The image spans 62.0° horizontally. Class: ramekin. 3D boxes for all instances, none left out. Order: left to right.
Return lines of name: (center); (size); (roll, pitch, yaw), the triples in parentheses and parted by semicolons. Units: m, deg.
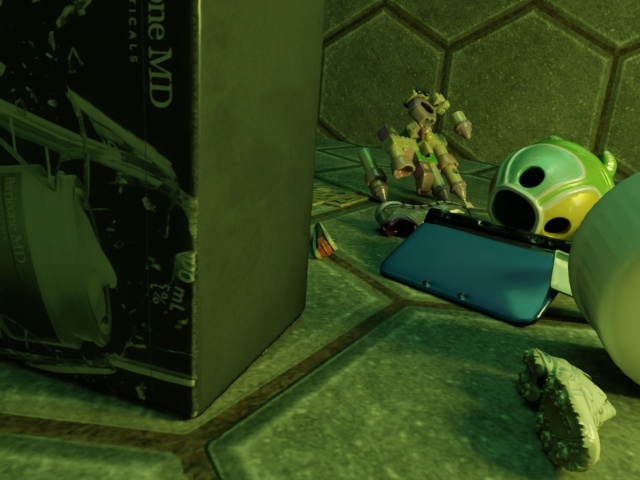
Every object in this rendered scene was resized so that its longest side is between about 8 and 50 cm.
ramekin: (0.440, 0.054, 0.601); (0.277, 0.277, 0.135); (9, 25, 13)

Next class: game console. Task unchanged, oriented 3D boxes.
game console: (0.302, 0.061, 0.955); (0.293, 0.173, 0.250); (21, -8, 41)

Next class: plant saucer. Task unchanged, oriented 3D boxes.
plant saucer: (0.433, 0.079, 0.799); (0.192, 0.067, 0.018); (23, -28, -2)

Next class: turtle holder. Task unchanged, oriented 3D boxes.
turtle holder: (0.526, -0.074, 1.201); (0.228, 0.243, 0.320); (-23, 68, -29)

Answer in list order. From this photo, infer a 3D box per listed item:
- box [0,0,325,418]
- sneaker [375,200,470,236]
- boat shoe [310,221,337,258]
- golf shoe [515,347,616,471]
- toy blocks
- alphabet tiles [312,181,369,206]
box: (-0.267, -0.126, 0.623); (0.472, 0.479, 0.297); (9, 18, 17)
sneaker: (0.240, -0.035, 1.220); (0.224, 0.083, 0.098); (-1, 37, -3)
boat shoe: (0.000, 0.000, 1.048); (0.043, 0.049, 0.137); (-35, 19, 4)
golf shoe: (0.256, 0.163, 0.526); (0.086, 0.069, 0.176); (13, 18, 6)
toy blocks: (0.317, -0.221, 1.547); (0.289, 0.309, 0.260); (3, 57, -36)
alphabet tiles: (-0.042, -0.145, 1.596); (0.343, 0.011, 0.285); (14, 19, 29)
